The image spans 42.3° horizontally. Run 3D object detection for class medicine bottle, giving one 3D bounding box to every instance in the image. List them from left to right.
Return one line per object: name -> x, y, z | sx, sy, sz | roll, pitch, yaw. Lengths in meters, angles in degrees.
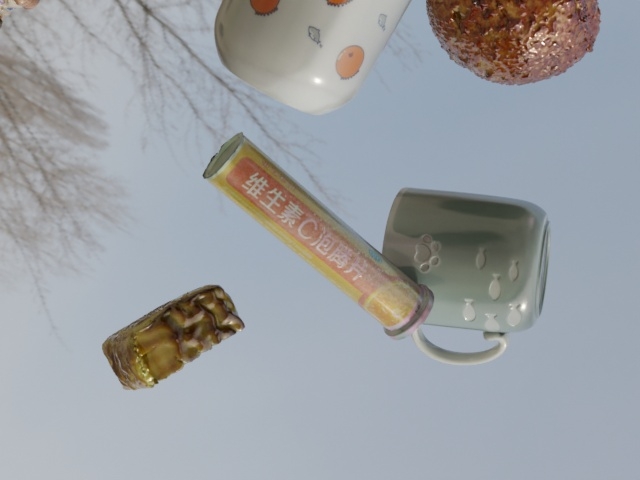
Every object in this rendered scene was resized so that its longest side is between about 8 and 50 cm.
medicine bottle -> 0.000, 0.000, 1.328 | 0.108, 0.426, 0.108 | -42, -158, 22

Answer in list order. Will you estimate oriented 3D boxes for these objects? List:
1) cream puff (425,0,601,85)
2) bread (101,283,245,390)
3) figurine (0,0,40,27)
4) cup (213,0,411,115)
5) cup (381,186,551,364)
cream puff -> 0.353, -0.405, 1.537 | 0.350, 0.350, 0.229 | 22, -74, 56
bread -> -0.229, 0.145, 1.242 | 0.181, 0.096, 0.222 | -30, -177, -33
figurine -> -0.486, -0.363, 1.207 | 0.157, 0.126, 0.114 | -32, -117, 10
cup -> 0.012, -0.325, 1.001 | 0.317, 0.212, 0.212 | -61, -148, 15
cup -> 0.278, 0.084, 1.544 | 0.274, 0.357, 0.259 | 5, -153, 20
